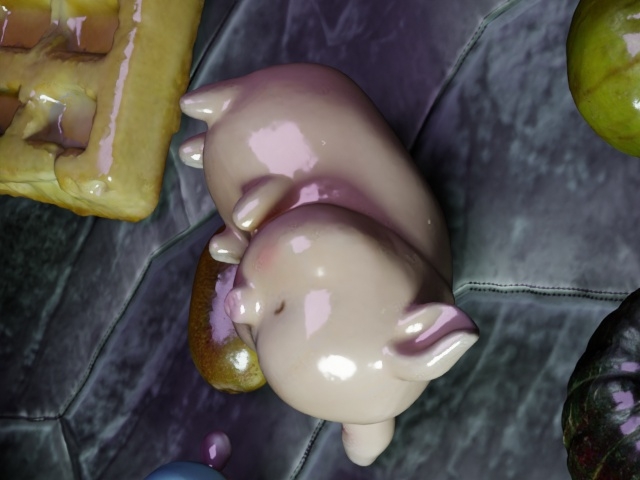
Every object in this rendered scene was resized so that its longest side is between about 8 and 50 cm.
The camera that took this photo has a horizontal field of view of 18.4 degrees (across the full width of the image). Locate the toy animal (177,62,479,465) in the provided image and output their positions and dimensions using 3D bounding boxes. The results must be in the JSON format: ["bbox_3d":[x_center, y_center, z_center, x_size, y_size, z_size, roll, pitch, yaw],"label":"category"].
[{"bbox_3d":[0.006,0.003,1.264,0.154,0.166,0.250,-13,67,-7],"label":"toy animal"}]

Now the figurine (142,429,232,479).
[{"bbox_3d":[-0.035,0.239,1.257,0.205,0.103,0.260,-45,62,24],"label":"figurine"}]

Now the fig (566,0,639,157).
[{"bbox_3d":[0.235,-0.142,1.109,0.236,0.124,0.124,-46,50,39],"label":"fig"}]

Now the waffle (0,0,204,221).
[{"bbox_3d":[-0.205,-0.199,1.561,0.304,0.077,0.348,8,82,41],"label":"waffle"}]

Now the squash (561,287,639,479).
[{"bbox_3d":[0.222,0.102,1.043,0.193,0.156,0.193,-1,85,18],"label":"squash"}]

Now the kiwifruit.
[{"bbox_3d":[-0.053,0.043,1.355,0.075,0.075,0.124,0,73,41],"label":"kiwifruit"}]
